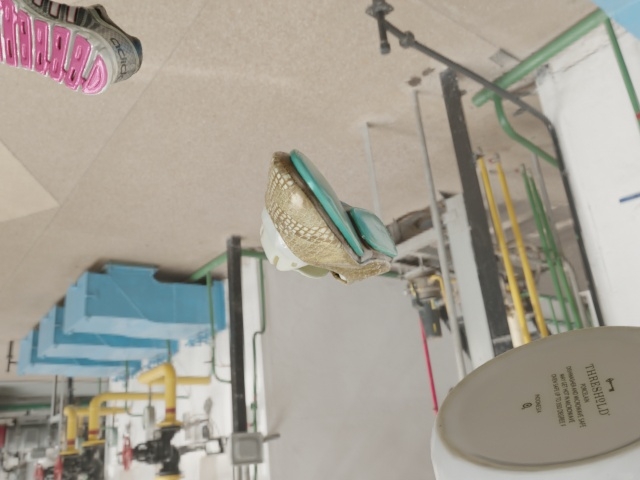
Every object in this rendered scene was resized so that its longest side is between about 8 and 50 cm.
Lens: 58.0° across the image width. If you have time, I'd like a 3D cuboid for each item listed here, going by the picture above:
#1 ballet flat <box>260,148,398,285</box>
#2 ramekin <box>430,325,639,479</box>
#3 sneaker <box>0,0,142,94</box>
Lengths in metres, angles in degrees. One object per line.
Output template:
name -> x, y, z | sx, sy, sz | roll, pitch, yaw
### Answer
ballet flat -> 0.000, 0.000, 0.394 | 0.067, 0.073, 0.206 | -30, 157, 12
ramekin -> 0.213, 0.172, 0.461 | 0.272, 0.127, 0.273 | -24, -174, 3
sneaker -> -0.220, -0.174, 0.486 | 0.075, 0.170, 0.063 | -38, 151, -55
